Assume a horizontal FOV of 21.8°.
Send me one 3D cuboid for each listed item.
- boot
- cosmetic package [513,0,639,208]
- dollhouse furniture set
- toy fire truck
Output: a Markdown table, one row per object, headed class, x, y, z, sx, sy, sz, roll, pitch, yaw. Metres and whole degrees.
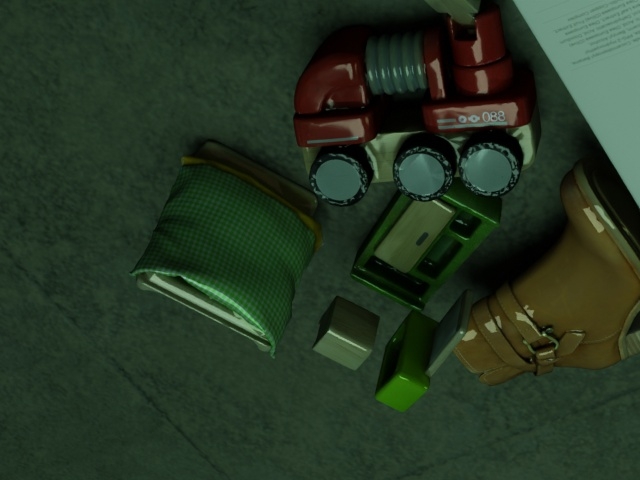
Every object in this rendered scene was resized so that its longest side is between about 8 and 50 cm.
| class | x | y | z | sx | sy | sz | roll | pitch | yaw |
| --- | --- | --- | --- | --- | --- | --- | --- | --- | --- |
| boot | 0.218 | 0.042 | 1.621 | 0.220 | 0.109 | 0.283 | -18 | 146 | 17 |
| cosmetic package | 0.296 | -0.173 | 1.389 | 0.155 | 0.197 | 0.365 | -20 | 120 | 27 |
| dollhouse furniture set | 0.000 | 0.000 | 1.601 | 0.301 | 0.197 | 0.151 | 27 | 131 | -10 |
| toy fire truck | 0.075 | -0.160 | 1.498 | 0.217 | 0.158 | 0.246 | -3 | 116 | 17 |
